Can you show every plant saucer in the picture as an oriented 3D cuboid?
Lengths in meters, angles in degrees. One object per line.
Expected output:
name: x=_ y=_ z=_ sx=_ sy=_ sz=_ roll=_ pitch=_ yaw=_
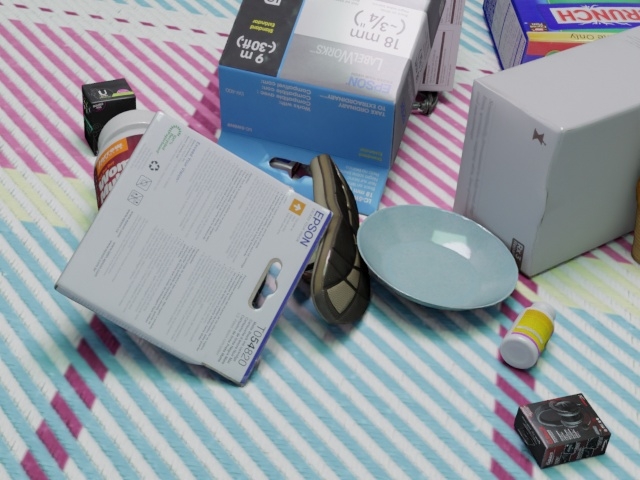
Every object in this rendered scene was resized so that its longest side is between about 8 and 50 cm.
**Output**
plant saucer: x=0.133 y=0.029 z=1.390 sx=0.195 sy=0.037 sz=0.195 roll=10 pitch=35 yaw=-7

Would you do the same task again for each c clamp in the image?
c clamp: x=0.099 y=-0.201 z=1.721 sx=0.161 sy=0.022 sz=0.137 roll=-6 pitch=33 yaw=-12

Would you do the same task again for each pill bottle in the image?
pill bottle: x=0.232 y=0.102 z=1.311 sx=0.043 sy=0.043 sz=0.083 roll=21 pitch=40 yaw=20
pill bottle: x=-0.206 y=-0.057 z=1.407 sx=0.121 sy=0.121 sz=0.221 roll=-5 pitch=38 yaw=-13

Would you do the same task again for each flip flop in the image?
flip flop: x=0.000 y=0.000 z=1.383 sx=0.080 sy=0.112 sz=0.277 roll=-19 pitch=38 yaw=11

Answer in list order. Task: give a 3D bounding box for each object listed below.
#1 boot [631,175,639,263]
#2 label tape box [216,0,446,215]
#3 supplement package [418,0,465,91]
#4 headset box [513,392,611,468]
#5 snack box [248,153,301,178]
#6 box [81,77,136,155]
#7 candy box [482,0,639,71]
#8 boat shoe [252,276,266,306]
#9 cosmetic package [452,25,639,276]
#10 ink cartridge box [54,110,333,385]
boot: x=0.515 y=-0.028 z=1.378 sx=0.295 sy=0.211 sz=0.104 roll=18 pitch=40 yaw=16
label tape box: x=0.004 y=-0.224 z=1.532 sx=0.241 sy=0.106 sz=0.333 roll=14 pitch=70 yaw=12
supplement package: x=0.119 y=-0.369 z=1.777 sx=0.145 sy=0.204 sz=0.262 roll=2 pitch=32 yaw=-6
headset box: x=0.241 y=0.193 z=1.202 sx=0.083 sy=0.032 sz=0.062 roll=-7 pitch=39 yaw=-18
snack box: x=-0.033 y=-0.149 z=1.621 sx=0.064 sy=0.022 sz=0.178 roll=17 pitch=44 yaw=15
box: x=-0.279 y=-0.164 z=1.571 sx=0.062 sy=0.083 sz=0.052 roll=-12 pitch=40 yaw=-22
candy box: x=0.412 y=-0.333 z=1.846 sx=0.268 sy=0.122 sz=0.317 roll=2 pitch=38 yaw=-5
boat shoe: x=-0.087 y=0.047 z=1.351 sx=0.049 sy=0.040 sz=0.142 roll=6 pitch=36 yaw=16
cosmetic package: x=0.365 y=-0.129 z=1.496 sx=0.385 sy=0.217 sz=0.156 roll=-18 pitch=42 yaw=-31
ink cartridge box: x=-0.132 y=0.010 z=1.269 sx=0.224 sy=0.045 sz=0.223 roll=31 pitch=74 yaw=-8
